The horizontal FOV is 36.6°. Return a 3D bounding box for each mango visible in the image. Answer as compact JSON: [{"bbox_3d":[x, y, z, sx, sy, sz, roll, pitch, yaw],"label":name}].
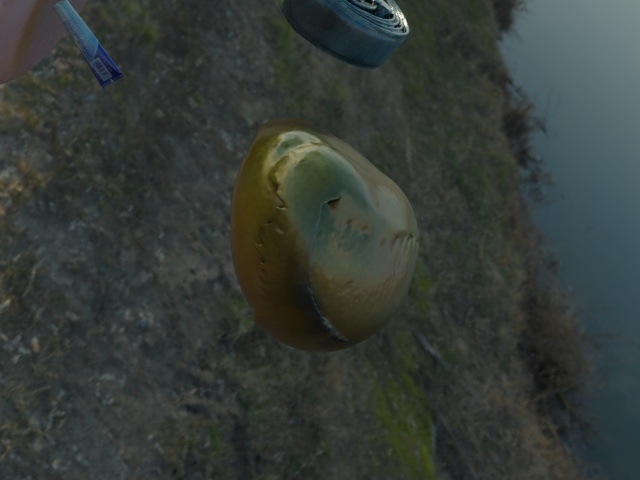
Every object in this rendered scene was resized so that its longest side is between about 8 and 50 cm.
[{"bbox_3d":[0.000,0.000,0.763,0.236,0.136,0.166,60,37,-58],"label":"mango"}]

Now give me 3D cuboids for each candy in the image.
[{"bbox_3d":[-0.286,-0.282,0.971,0.094,0.255,0.255,32,34,-7],"label":"candy"}]

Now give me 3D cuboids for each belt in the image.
[{"bbox_3d":[0.029,-0.388,1.634,0.267,0.116,0.206,2,48,-50],"label":"belt"}]

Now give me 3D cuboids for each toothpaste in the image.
[{"bbox_3d":[-0.209,-0.176,0.865,0.083,0.024,0.015,57,14,-24],"label":"toothpaste"}]
